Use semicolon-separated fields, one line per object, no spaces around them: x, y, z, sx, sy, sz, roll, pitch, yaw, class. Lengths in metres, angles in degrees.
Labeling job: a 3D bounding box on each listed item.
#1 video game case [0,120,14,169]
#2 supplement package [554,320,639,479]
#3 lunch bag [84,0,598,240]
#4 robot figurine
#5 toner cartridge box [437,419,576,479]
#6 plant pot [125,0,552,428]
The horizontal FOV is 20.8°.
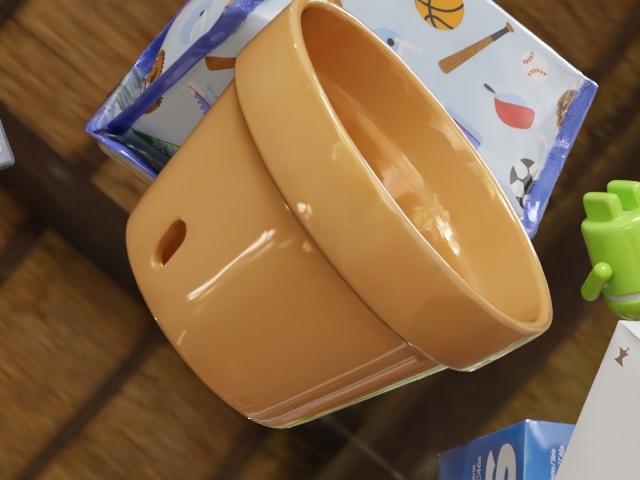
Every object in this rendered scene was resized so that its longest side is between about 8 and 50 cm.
-0.334;-0.103;1.097;0.274;0.026;0.196;-24;-83;-45;video game case
0.258;0.154;0.903;0.203;0.194;0.149;4;-63;-29;supplement package
-0.010;-0.086;1.563;0.385;0.328;0.239;-32;23;53;lunch bag
0.245;0.011;1.366;0.101;0.067;0.115;-25;-76;-23;robot figurine
0.129;0.301;1.129;0.165;0.075;0.348;135;140;-68;toner cartridge box
0.000;0.000;1.249;0.203;0.291;0.291;-37;-25;17;plant pot
